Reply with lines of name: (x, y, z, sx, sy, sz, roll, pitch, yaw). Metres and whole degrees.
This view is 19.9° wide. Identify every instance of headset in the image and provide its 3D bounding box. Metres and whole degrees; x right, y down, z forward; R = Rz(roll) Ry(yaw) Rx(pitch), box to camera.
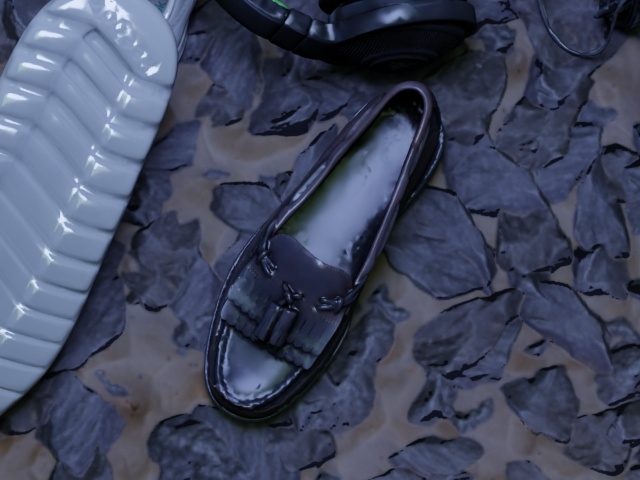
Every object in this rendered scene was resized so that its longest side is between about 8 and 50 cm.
headset: (0.086, -0.250, 1.451, 0.394, 0.185, 0.243, 19, 76, -14)

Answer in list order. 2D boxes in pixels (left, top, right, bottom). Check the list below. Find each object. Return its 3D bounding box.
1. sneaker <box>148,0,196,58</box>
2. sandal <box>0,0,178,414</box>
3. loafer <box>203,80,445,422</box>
sneaker: (-0.123, -0.235, 1.490, 0.080, 0.094, 0.212, 11, 75, 3)
sandal: (-0.244, -0.008, 1.427, 0.169, 0.102, 0.416, 36, 89, -13)
loafer: (0.000, 0.000, 1.431, 0.109, 0.095, 0.302, 30, 77, 7)
